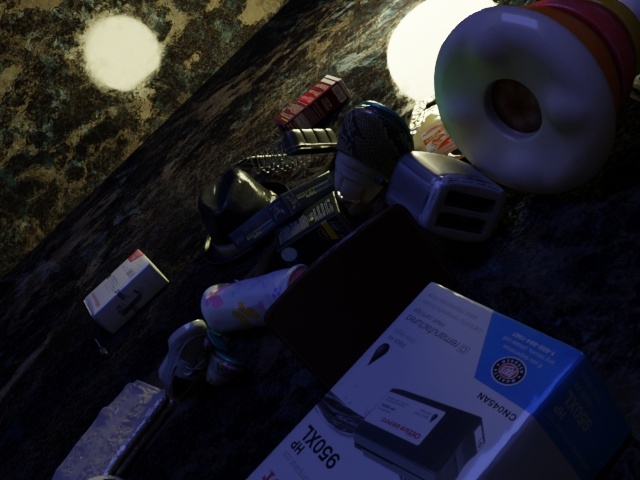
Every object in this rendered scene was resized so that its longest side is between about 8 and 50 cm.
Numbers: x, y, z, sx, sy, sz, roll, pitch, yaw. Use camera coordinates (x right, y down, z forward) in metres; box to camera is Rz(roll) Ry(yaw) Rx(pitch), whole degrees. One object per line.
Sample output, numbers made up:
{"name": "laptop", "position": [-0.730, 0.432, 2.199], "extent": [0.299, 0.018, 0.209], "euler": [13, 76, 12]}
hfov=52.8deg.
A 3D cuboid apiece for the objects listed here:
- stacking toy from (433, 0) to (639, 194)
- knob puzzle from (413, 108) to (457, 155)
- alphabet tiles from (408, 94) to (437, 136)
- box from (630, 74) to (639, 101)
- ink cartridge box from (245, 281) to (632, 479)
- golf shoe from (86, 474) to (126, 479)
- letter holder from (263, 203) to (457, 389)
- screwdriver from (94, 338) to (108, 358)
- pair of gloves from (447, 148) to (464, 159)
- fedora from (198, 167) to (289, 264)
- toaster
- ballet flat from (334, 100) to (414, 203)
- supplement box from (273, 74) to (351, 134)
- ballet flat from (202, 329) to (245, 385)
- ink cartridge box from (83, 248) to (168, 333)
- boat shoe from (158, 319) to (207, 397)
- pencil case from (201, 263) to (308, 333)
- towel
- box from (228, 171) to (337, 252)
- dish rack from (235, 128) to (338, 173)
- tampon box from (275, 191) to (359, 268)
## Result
{"name": "stacking toy", "position": [0.477, -0.341, 1.189], "extent": [0.480, 0.351, 0.350], "euler": [-38, 26, -24]}
{"name": "knob puzzle", "position": [0.292, -0.251, 1.474], "extent": [0.213, 0.030, 0.213], "euler": [-29, 33, 20]}
{"name": "alphabet tiles", "position": [0.331, -0.349, 1.621], "extent": [0.237, 0.009, 0.198], "euler": [-22, 28, 29]}
{"name": "box", "position": [0.633, -0.282, 1.174], "extent": [0.094, 0.027, 0.137], "euler": [-34, 29, 8]}
{"name": "ink cartridge box", "position": [0.129, 0.277, 0.809], "extent": [0.395, 0.166, 0.285], "euler": [-45, 29, -11]}
{"name": "golf shoe", "position": [-0.396, 0.462, 1.204], "extent": [0.176, 0.086, 0.069], "euler": [-5, 46, 30]}
{"name": "letter holder", "position": [0.046, 0.071, 1.148], "extent": [0.302, 0.214, 0.152], "euler": [-40, 29, -2]}
{"name": "screwdriver", "position": [-0.609, 0.292, 1.787], "extent": [0.170, 0.024, 0.025], "euler": [26, 98, 61]}
{"name": "pair of gloves", "position": [0.305, -0.234, 1.489], "extent": [0.159, 0.023, 0.198], "euler": [-41, 29, -4]}
{"name": "fedora", "position": [-0.240, -0.091, 1.773], "extent": [0.334, 0.152, 0.334], "euler": [-29, 30, 18]}
{"name": "toaster", "position": [0.224, -0.079, 1.174], "extent": [0.146, 0.227, 0.129], "euler": [48, 122, 56]}
{"name": "ballet flat", "position": [0.098, -0.159, 1.370], "extent": [0.182, 0.164, 0.483], "euler": [-59, -1, 3]}
{"name": "supplement box", "position": [-0.029, -0.431, 2.099], "extent": [0.239, 0.073, 0.130], "euler": [-39, 28, -3]}
{"name": "ballet flat", "position": [-0.217, 0.255, 1.351], "extent": [0.079, 0.077, 0.221], "euler": [-61, 26, -2]}
{"name": "ink cartridge box", "position": [-0.564, 0.146, 1.870], "extent": [0.218, 0.092, 0.158], "euler": [-43, 29, -12]}
{"name": "boat shoe", "position": [-0.272, 0.249, 1.327], "extent": [0.079, 0.081, 0.227], "euler": [-14, -32, -37]}
{"name": "pencil case", "position": [-0.127, 0.127, 1.376], "extent": [0.273, 0.113, 0.124], "euler": [-14, 20, 38]}
{"name": "towel", "position": [-0.443, 0.427, 1.375], "extent": [0.187, 0.049, 0.282], "euler": [-1, 46, 49]}
{"name": "box", "position": [-0.087, -0.066, 1.534], "extent": [0.183, 0.059, 0.232], "euler": [-30, -2, -45]}
{"name": "dish rack", "position": [-0.098, -0.240, 1.820], "extent": [0.271, 0.074, 0.208], "euler": [-22, -7, 40]}
{"name": "tampon box", "position": [0.000, 0.000, 1.401], "extent": [0.161, 0.120, 0.101], "euler": [-33, 28, 11]}
